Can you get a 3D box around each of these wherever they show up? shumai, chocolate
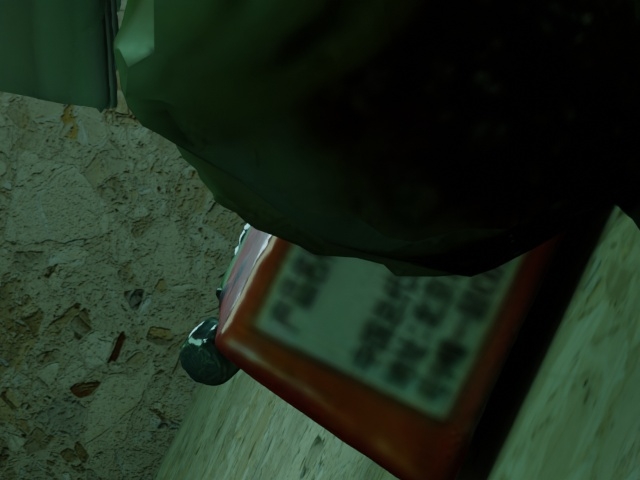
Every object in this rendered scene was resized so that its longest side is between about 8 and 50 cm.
[{"bbox_3d":[0.057,-0.146,0.556,0.348,0.395,0.395,-67,6,-35],"label":"shumai"},{"bbox_3d":[0.068,-0.058,1.032,0.341,0.161,0.360,-121,56,-85],"label":"chocolate"}]

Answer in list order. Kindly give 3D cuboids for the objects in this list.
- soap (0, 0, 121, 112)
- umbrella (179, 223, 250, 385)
[{"bbox_3d":[-0.121,-0.168,0.567,0.173,0.095,0.289,-95,7,-48],"label":"soap"},{"bbox_3d":[-0.001,-0.003,1.310,0.349,0.094,0.143,-42,-25,-40],"label":"umbrella"}]
